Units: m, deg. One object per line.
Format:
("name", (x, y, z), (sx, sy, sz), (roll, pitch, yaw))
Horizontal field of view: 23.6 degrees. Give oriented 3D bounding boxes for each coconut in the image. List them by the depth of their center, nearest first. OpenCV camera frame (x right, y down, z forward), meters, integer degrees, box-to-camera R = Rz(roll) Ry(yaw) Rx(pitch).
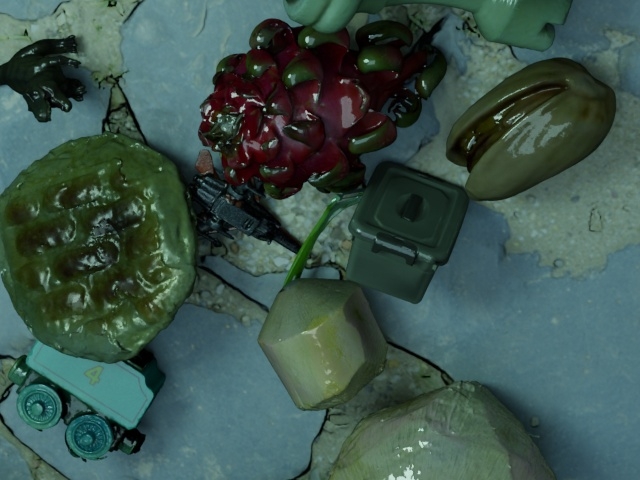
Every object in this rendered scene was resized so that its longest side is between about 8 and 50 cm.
("coconut", (0.147, 0.329, 1.852), (0.297, 0.254, 0.297), (1, 98, 11))
("coconut", (-0.002, 0.117, 1.884), (0.147, 0.147, 0.153), (-22, 103, 17))

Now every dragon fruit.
("dragon fruit", (-0.002, -0.162, 1.770), (0.273, 0.198, 0.218), (-32, 90, 17))

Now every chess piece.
("chess piece", (0.123, -0.299, 1.688), (0.299, 0.194, 0.194), (12, 111, -17))

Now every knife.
("knife", (-0.002, -0.002, 1.883), (0.022, 0.078, 0.166), (49, 120, 25))

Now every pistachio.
("pistachio", (0.244, -0.126, 1.779), (0.206, 0.131, 0.129), (-34, 53, 24))

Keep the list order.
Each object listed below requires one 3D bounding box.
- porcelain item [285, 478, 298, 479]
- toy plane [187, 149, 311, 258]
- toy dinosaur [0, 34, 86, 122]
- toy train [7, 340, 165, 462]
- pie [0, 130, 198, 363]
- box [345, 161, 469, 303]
("porcelain item", (-0.107, 0.432, 1.930), (0.286, 0.281, 0.157), (-23, 101, 18))
("toy plane", (-0.091, -0.028, 1.898), (0.189, 0.061, 0.130), (36, 109, -1))
("toy dinosaur", (-0.376, -0.192, 1.857), (0.179, 0.187, 0.087), (-10, 105, -14))
("toy train", (-0.299, 0.188, 1.988), (0.198, 0.107, 0.154), (32, 103, 0))
("pie", (-0.277, 0.006, 1.892), (0.306, 0.071, 0.306), (-2, 85, 23))
("box", (0.097, -0.005, 1.820), (0.124, 0.172, 0.093), (21, 125, 6))
